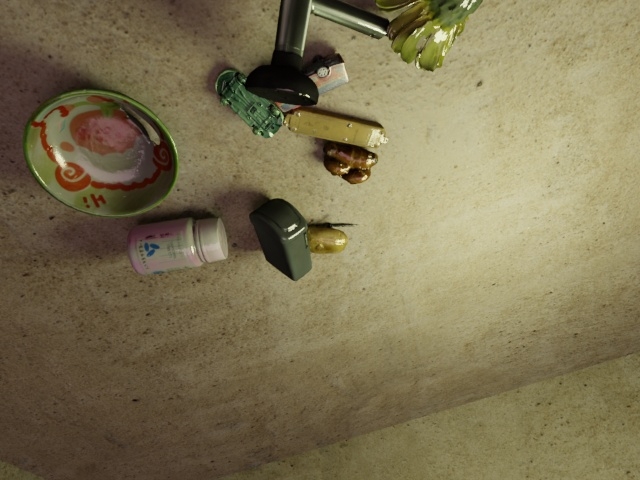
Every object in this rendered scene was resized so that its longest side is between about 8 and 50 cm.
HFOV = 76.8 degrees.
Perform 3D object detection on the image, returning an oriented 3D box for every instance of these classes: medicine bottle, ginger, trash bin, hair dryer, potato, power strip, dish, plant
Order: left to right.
[{"bbox_3d":[-0.515,-0.223,0.983,0.323,0.124,0.325,-10,130,-12],"label":"dish"},{"bbox_3d":[-0.408,0.012,1.174,0.254,0.152,0.152,-8,131,-2],"label":"medicine bottle"},{"bbox_3d":[-0.115,-0.008,1.197,0.101,0.176,0.237,-39,141,-27],"label":"trash bin"},{"bbox_3d":[0.000,0.000,1.278,0.170,0.080,0.107,2,161,-6],"label":"potato"},{"bbox_3d":[0.025,-0.422,0.843,0.283,0.156,0.321,18,97,-12],"label":"hair dryer"},{"bbox_3d":[0.038,-0.301,1.071,0.304,0.044,0.064,6,128,-18],"label":"power strip"},{"bbox_3d":[0.075,-0.216,1.133,0.161,0.073,0.103,12,113,-13],"label":"ginger"},{"bbox_3d":[0.291,-0.522,0.818,0.296,0.261,0.306,8,121,40],"label":"plant"}]

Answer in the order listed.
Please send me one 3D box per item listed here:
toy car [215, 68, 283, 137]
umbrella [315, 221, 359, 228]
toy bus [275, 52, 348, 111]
[{"bbox_3d":[-0.171,-0.338,0.988,0.186,0.058,0.093,42,117,-15],"label":"toy car"},{"bbox_3d":[0.055,-0.049,1.300,0.148,0.022,0.022,-2,172,-9],"label":"umbrella"},{"bbox_3d":[-0.029,-0.382,0.977,0.192,0.065,0.077,-23,137,9],"label":"toy bus"}]
